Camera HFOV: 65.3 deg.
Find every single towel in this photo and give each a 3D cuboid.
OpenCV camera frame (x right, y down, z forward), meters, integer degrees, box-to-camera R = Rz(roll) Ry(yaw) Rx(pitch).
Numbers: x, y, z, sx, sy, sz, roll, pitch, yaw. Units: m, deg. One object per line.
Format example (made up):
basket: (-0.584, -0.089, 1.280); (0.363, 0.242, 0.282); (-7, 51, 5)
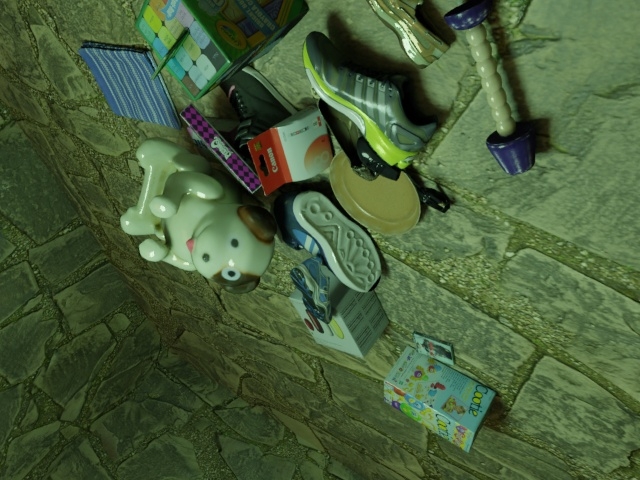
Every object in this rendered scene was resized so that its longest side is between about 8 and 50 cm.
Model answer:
towel: (-0.566, -0.455, 1.477); (0.336, 0.040, 0.243); (19, 142, 33)

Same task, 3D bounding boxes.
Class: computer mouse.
computer mouse: (0.162, -0.124, 0.987); (0.242, 0.071, 0.041); (36, 131, -17)

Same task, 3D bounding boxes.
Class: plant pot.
plant pot: (0.124, -0.113, 1.116); (0.236, 0.032, 0.236); (29, 146, 22)

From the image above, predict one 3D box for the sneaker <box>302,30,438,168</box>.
sneaker: (0.095, -0.274, 0.907); (0.300, 0.111, 0.121); (42, 134, -9)

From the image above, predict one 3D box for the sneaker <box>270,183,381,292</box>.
sneaker: (-0.001, 0.000, 1.322); (0.323, 0.130, 0.236); (49, 159, -19)

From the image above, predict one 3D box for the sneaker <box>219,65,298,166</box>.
sneaker: (-0.166, -0.286, 1.128); (0.295, 0.147, 0.104); (42, 150, 5)

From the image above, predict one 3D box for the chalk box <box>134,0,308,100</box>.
chalk box: (-0.201, -0.392, 0.904); (0.179, 0.289, 0.180); (52, 147, -15)

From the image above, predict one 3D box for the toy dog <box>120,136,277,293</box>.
toy dog: (-0.284, -0.031, 1.291); (0.395, 0.285, 0.408); (15, -161, -45)

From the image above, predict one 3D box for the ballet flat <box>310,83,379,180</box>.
ballet flat: (0.047, -0.230, 1.004); (0.084, 0.058, 0.250); (-21, 99, 46)

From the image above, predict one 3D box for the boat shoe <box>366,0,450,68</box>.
boat shoe: (0.136, -0.367, 0.784); (0.190, 0.068, 0.072); (44, 138, -20)

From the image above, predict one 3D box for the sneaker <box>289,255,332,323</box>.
sneaker: (-0.003, 0.131, 1.263); (0.080, 0.081, 0.211); (24, 146, 40)

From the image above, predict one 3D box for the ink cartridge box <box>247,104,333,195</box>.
ink cartridge box: (-0.058, -0.191, 1.085); (0.045, 0.179, 0.145); (31, 148, 40)

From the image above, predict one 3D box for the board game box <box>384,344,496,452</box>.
board game box: (0.337, 0.453, 1.441); (0.275, 0.144, 0.142); (25, 145, 28)

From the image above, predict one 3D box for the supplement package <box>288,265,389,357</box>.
supplement package: (0.055, 0.202, 1.455); (0.194, 0.149, 0.203); (5, 133, 45)

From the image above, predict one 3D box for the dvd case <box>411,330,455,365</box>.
dvd case: (0.319, 0.304, 1.409); (0.119, 0.013, 0.087); (16, 139, 38)

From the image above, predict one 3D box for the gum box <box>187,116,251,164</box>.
gum box: (-0.267, -0.266, 1.341); (0.188, 0.062, 0.107); (15, 138, 37)

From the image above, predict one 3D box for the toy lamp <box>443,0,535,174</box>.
toy lamp: (0.273, -0.229, 0.773); (0.080, 0.080, 0.275); (3, 130, 47)

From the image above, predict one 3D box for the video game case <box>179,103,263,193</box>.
video game case: (-0.226, -0.206, 1.181); (0.232, 0.042, 0.210); (48, 178, -9)
